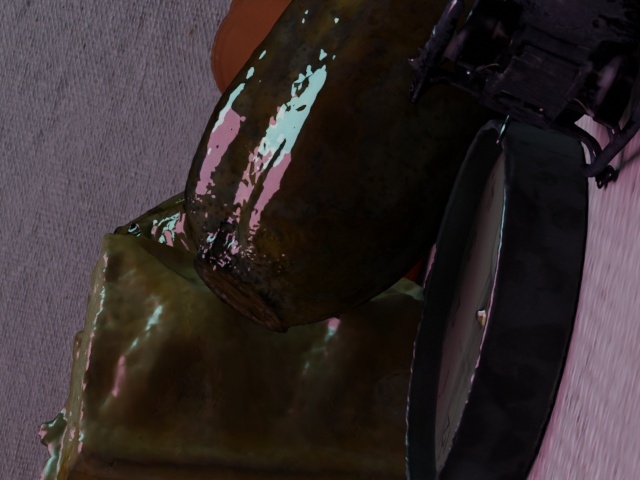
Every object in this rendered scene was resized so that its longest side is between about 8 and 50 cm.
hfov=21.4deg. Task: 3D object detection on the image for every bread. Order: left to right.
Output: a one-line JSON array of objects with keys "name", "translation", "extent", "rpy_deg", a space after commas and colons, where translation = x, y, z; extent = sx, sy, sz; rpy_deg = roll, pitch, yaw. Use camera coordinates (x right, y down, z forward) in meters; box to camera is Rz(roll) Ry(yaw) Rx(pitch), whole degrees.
[{"name": "bread", "translation": [-0.056, 0.116, 1.140], "extent": [0.196, 0.252, 0.238], "rpy_deg": [-85, 12, -46]}]

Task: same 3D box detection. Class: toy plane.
[{"name": "toy plane", "translation": [0.118, -0.135, 0.713], "extent": [0.381, 0.106, 0.155], "rpy_deg": [102, -169, -77]}]

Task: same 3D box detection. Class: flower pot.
[{"name": "flower pot", "translation": [0.013, -0.149, 1.425], "extent": [0.173, 0.191, 0.190], "rpy_deg": [-137, 58, -73]}]

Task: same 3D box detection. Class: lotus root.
[{"name": "lotus root", "translation": [0.028, -0.069, 1.030], "extent": [0.275, 0.152, 0.160], "rpy_deg": [-56, -28, -6]}]

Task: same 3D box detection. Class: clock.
[{"name": "clock", "translation": [0.088, 0.040, 0.899], "extent": [0.215, 0.042, 0.215], "rpy_deg": [-168, 90, -85]}]

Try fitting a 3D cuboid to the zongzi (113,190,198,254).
[{"name": "zongzi", "translation": [-0.029, -0.029, 1.987], "extent": [0.360, 0.160, 0.323], "rpy_deg": [-33, -10, 22]}]

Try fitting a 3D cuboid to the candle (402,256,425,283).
[{"name": "candle", "translation": [0.061, 0.022, 1.272], "extent": [0.053, 0.048, 0.162], "rpy_deg": [10, -86, -66]}]
